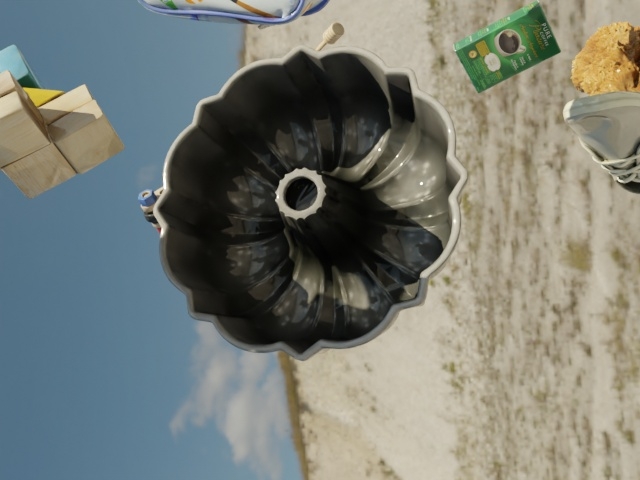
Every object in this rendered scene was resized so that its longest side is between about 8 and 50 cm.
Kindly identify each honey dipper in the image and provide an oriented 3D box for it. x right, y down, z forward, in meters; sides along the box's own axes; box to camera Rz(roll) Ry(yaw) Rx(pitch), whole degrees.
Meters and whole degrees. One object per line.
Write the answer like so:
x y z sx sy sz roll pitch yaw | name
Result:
-0.004 -0.385 1.549 0.160 0.030 0.031 -29 58 57 | honey dipper

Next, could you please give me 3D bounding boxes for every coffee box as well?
0.373 -0.385 1.544 0.113 0.184 0.040 52 -156 -28 | coffee box

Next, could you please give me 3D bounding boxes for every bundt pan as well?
-0.001 -0.031 0.820 0.124 0.330 0.331 41 -135 -66 | bundt pan

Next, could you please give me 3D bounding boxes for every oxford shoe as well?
0.605 -0.185 1.518 0.449 0.169 0.130 17 -107 -53 | oxford shoe

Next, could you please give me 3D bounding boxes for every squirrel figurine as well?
0.772 -0.433 1.755 0.281 0.396 0.371 39 -133 -64 | squirrel figurine

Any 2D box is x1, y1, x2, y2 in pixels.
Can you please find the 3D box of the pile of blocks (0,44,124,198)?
-0.332 -0.126 0.601 0.113 0.361 0.149 71 -154 -58 | pile of blocks

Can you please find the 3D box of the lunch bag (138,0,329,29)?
-0.087 -0.374 0.812 0.115 0.243 0.304 -50 -35 -60 | lunch bag

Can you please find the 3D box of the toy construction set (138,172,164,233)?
-0.239 -0.096 1.817 0.309 0.257 0.237 50 -135 -21 | toy construction set
